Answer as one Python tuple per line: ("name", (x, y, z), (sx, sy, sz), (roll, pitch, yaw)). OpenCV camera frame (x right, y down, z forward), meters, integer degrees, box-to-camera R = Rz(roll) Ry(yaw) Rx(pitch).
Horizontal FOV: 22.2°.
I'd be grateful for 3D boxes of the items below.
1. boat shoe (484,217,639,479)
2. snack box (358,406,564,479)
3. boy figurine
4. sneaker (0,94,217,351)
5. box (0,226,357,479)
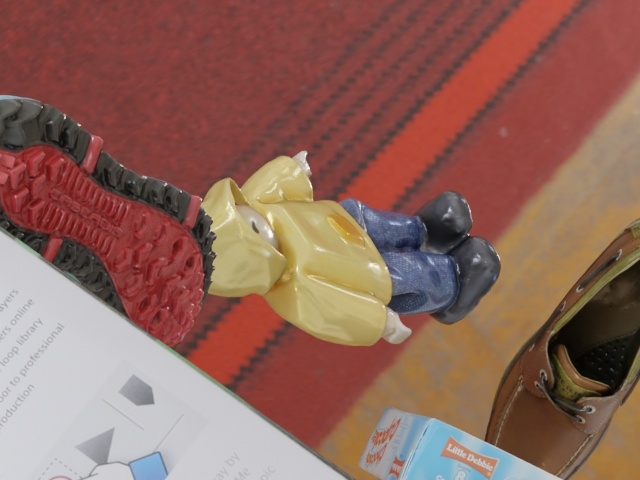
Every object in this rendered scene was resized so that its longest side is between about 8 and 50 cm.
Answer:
("boat shoe", (0.226, 0.113, 1.458), (0.111, 0.104, 0.307), (29, 109, 11))
("snack box", (0.193, 0.217, 1.197), (0.322, 0.187, 0.060), (26, 84, -4))
("boy figurine", (0.000, 0.000, 1.219), (0.285, 0.092, 0.177), (8, 47, -44))
("sneaker", (-0.156, -0.017, 0.935), (0.104, 0.125, 0.262), (-60, 145, -14))
("box", (-0.150, 0.111, 0.575), (0.322, 0.058, 0.232), (35, 71, 9))
